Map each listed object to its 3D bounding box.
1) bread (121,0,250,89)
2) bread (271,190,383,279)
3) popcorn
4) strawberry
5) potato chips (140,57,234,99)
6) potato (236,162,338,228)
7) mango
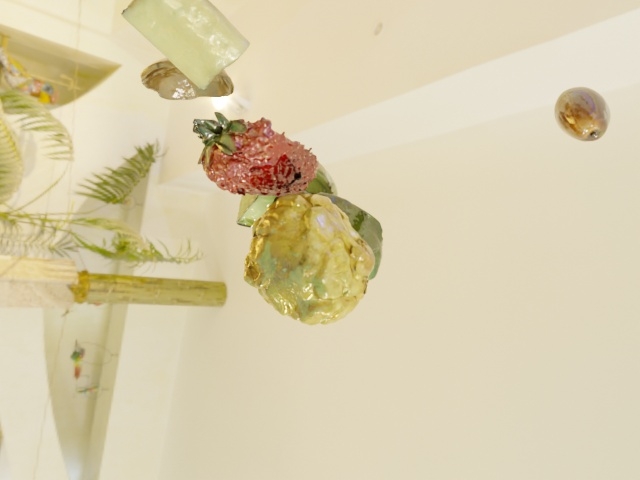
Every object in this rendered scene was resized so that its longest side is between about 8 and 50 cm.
[{"bbox_3d":[-0.228,-0.358,0.803,0.139,0.178,0.060,-25,-141,35],"label":"bread"},{"bbox_3d":[0.000,0.000,1.432,0.382,0.366,0.129,-19,-138,51],"label":"bread"},{"bbox_3d":[-0.026,0.041,0.869,0.250,0.190,0.250,2,-87,27],"label":"popcorn"},{"bbox_3d":[-0.116,-0.138,0.896,0.188,0.286,0.106,-9,-108,45],"label":"strawberry"},{"bbox_3d":[-0.292,-0.363,1.041,0.208,0.195,0.062,177,-85,-65],"label":"potato chips"},{"bbox_3d":[-0.085,-0.178,1.571,0.330,0.280,0.213,-50,-151,40],"label":"potato"},{"bbox_3d":[0.636,-0.313,1.153,0.133,0.267,0.111,36,-59,6],"label":"mango"}]
